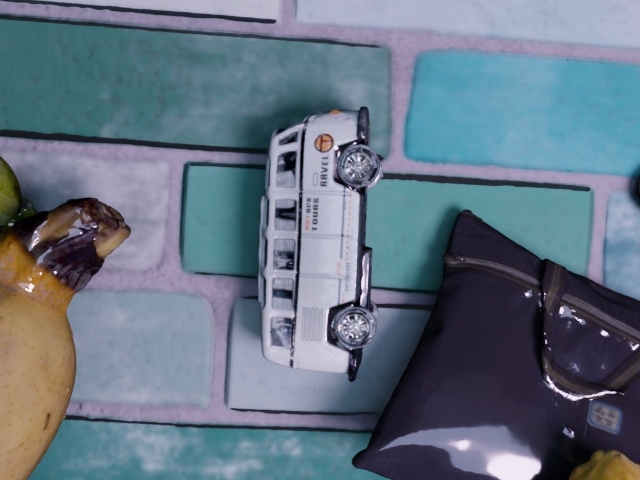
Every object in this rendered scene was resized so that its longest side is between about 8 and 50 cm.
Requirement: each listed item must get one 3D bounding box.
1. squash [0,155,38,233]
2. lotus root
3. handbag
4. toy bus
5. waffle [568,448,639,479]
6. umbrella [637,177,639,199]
[{"bbox_3d":[-0.330,-0.085,0.603,0.318,0.080,0.071,26,52,-5],"label":"squash"},{"bbox_3d":[-0.251,0.086,0.564,0.182,0.183,0.310,39,86,-4],"label":"lotus root"},{"bbox_3d":[0.176,0.116,0.621,0.254,0.089,0.211,25,72,-2],"label":"handbag"},{"bbox_3d":[0.000,0.000,0.620,0.089,0.087,0.194,2,93,6],"label":"toy bus"},{"bbox_3d":[0.208,0.282,0.568,0.248,0.055,0.221,38,114,-7],"label":"waffle"},{"bbox_3d":[0.338,0.040,0.658,0.248,0.071,0.071,38,89,0],"label":"umbrella"}]
